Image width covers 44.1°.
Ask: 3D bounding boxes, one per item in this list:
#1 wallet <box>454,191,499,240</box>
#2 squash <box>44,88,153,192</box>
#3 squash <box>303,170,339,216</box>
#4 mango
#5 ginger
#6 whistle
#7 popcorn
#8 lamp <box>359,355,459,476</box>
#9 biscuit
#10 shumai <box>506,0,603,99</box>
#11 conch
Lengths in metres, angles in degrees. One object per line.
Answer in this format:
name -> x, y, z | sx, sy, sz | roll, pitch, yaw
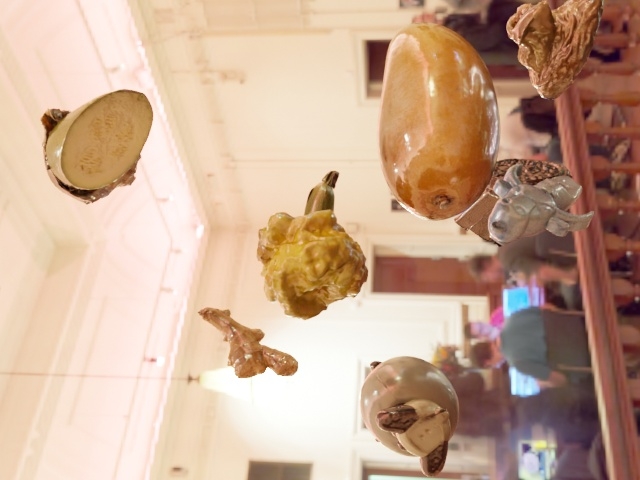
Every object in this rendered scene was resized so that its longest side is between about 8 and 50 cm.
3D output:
wallet -> 0.492, -0.083, 2.226 | 0.243, 0.133, 0.039 | -50, 15, 54
squash -> -0.467, -0.210, 1.702 | 0.189, 0.260, 0.189 | 3, -96, -39
squash -> -0.003, -0.001, 1.765 | 0.071, 0.080, 0.318 | 35, -123, -73
mango -> 0.187, -0.206, 1.294 | 0.221, 0.199, 0.384 | 85, 179, -57
ginger -> -0.209, 0.288, 2.167 | 0.148, 0.334, 0.081 | -42, -31, -12
whistle -> 0.394, -0.063, 1.445 | 0.269, 0.180, 0.093 | -28, -35, -37
popcorn -> -0.016, 0.039, 1.313 | 0.197, 0.198, 0.155 | 80, 173, -54
lamp -> 0.168, 0.317, 1.459 | 0.244, 0.198, 0.197 | -92, 1, -80
biscuit -> 0.429, -0.127, 1.648 | 0.194, 0.195, 0.053 | -73, -20, -66
shumai -> 0.411, -0.367, 1.420 | 0.161, 0.153, 0.209 | -89, 17, -60
conch -> -0.569, -0.202, 1.898 | 0.291, 0.159, 0.210 | 38, -106, -36
